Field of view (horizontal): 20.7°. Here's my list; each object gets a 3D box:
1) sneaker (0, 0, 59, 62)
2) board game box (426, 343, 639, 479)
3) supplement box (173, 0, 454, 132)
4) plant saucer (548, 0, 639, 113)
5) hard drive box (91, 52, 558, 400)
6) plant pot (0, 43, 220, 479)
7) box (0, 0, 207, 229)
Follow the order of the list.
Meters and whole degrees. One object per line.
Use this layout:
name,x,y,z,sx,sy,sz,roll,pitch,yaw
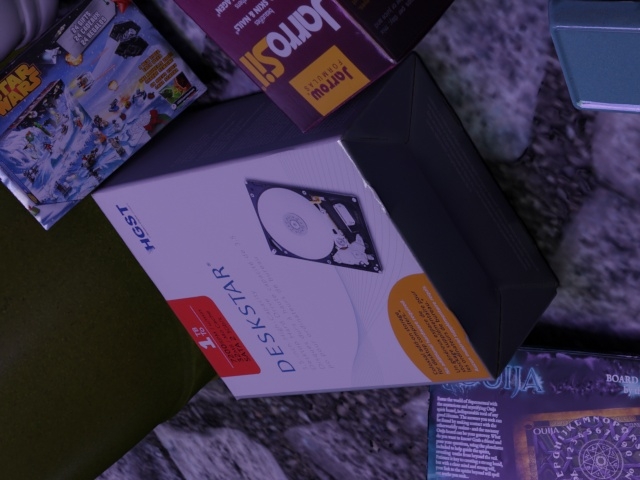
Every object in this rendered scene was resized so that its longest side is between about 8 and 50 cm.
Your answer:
sneaker,-0.286,-0.220,1.052,0.114,0.152,0.305,-12,119,52
board game box,0.150,0.127,1.061,0.186,0.026,0.126,3,93,33
supplement box,-0.029,-0.163,0.934,0.188,0.081,0.104,45,145,-8
plant saucer,0.200,-0.085,0.863,0.192,0.018,0.067,7,134,38
hard drive box,0.000,0.000,1.080,0.232,0.089,0.181,-10,121,47
plant pot,-0.290,0.079,1.213,0.366,0.353,0.366,25,143,21
box,-0.152,-0.086,1.096,0.094,0.137,0.027,50,177,-13
